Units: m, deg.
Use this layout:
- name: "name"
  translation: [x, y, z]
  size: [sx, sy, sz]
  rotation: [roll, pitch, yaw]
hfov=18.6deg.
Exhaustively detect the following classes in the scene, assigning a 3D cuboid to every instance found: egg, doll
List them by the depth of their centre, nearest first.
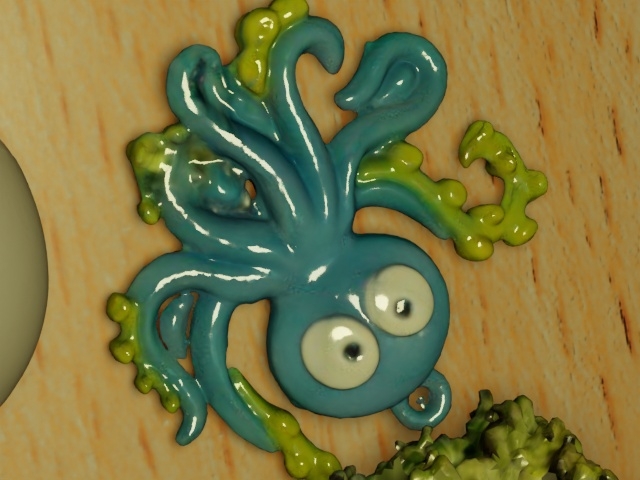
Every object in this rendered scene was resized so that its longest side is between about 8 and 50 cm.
- name: "egg"
  translation: [-0.268, 0.009, 1.290]
  size: [0.176, 0.176, 0.232]
  rotation: [-2, 88, -21]
- name: "doll"
  translation: [0.000, 0.000, 1.432]
  size: [0.346, 0.099, 0.341]
  rotation: [-42, 107, -13]

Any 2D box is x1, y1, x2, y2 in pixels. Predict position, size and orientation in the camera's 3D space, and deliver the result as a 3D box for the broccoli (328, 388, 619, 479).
- name: "broccoli"
  translation: [0.123, 0.285, 1.431]
  size: [0.272, 0.324, 0.334]
  rotation: [2, 109, 20]
